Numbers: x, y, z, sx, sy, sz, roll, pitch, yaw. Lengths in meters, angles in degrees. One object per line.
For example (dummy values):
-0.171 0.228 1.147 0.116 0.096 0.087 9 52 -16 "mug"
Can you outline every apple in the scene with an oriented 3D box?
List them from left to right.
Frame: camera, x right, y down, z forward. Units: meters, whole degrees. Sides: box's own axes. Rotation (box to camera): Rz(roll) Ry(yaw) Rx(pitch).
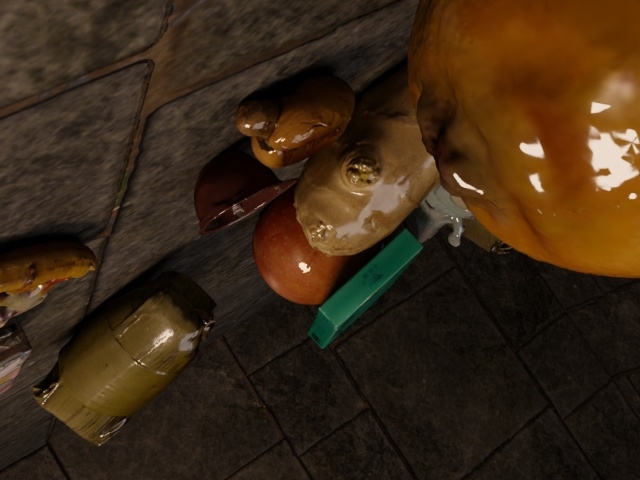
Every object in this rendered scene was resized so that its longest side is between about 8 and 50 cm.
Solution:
0.000 0.000 1.163 0.201 0.162 0.201 -32 172 -5 "apple"

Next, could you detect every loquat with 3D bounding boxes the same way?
0.221 -0.130 0.564 0.328 0.328 0.328 -33 174 -4 "loquat"

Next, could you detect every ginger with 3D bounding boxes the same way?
0.128 -0.121 0.893 0.375 0.166 0.236 -29 167 7 "ginger"

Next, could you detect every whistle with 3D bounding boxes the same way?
0.178 -0.072 1.059 0.133 0.142 0.346 -55 -177 -31 "whistle"

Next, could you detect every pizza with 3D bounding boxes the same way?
-0.290 0.056 0.682 0.176 0.036 0.185 -34 174 10 "pizza"

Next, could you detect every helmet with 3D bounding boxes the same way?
-0.082 -0.055 0.776 0.111 0.057 0.089 -31 173 29 "helmet"

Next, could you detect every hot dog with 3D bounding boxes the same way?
-0.022 -0.106 0.714 0.140 0.060 0.090 -37 174 -43 "hot dog"

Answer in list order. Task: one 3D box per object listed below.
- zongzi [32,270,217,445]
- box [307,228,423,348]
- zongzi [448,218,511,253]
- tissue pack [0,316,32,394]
-0.239 0.120 1.159 0.274 0.145 0.300 -41 -172 20 "zongzi"
0.058 0.074 1.134 0.161 0.042 0.226 -43 172 -13 "box"
0.385 -0.242 1.236 0.500 0.218 0.467 -40 161 -10 "zongzi"
-0.359 0.134 0.802 0.115 0.065 0.155 -28 172 -35 "tissue pack"
